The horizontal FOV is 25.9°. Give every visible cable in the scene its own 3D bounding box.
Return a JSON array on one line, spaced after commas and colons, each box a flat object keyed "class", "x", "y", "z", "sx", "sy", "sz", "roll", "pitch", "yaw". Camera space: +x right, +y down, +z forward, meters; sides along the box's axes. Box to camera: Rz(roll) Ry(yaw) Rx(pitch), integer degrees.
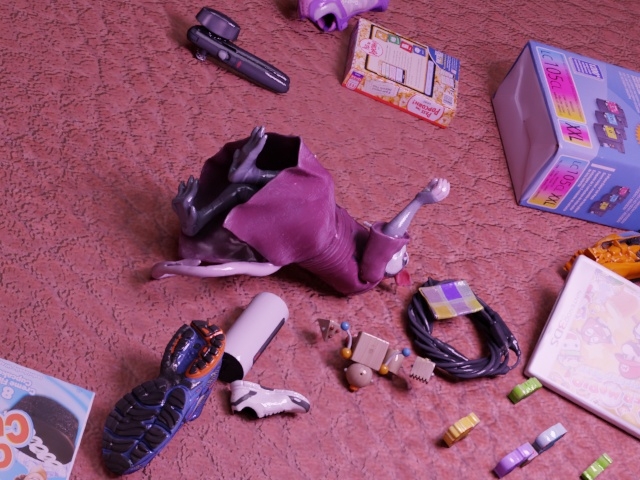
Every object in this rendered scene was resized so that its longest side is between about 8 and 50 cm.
[{"class": "cable", "x": 0.193, "y": 0.127, "z": 1.998, "sx": 0.150, "sy": 0.047, "sz": 0.184, "roll": -13, "pitch": 54, "yaw": -29}]

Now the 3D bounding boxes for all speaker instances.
[{"class": "speaker", "x": -0.094, "y": 0.126, "z": 1.814, "sx": 0.055, "sy": 0.055, "sz": 0.136, "roll": 35, "pitch": 42, "yaw": 3}]

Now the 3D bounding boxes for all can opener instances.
[{"class": "can opener", "x": -0.127, "y": -0.287, "z": 2.183, "sx": 0.186, "sy": 0.073, "sz": 0.059, "roll": 35, "pitch": 33, "yaw": -10}]

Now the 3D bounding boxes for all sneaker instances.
[{"class": "sneaker", "x": -0.066, "y": 0.210, "z": 1.771, "sx": 0.109, "sy": 0.040, "sz": 0.043, "roll": 12, "pitch": 62, "yaw": -16}, {"class": "sneaker", "x": 0.032, "y": -0.404, "z": 2.370, "sx": 0.095, "sy": 0.104, "sz": 0.236, "roll": 8, "pitch": 5, "yaw": 36}, {"class": "sneaker", "x": -0.180, "y": 0.201, "z": 1.676, "sx": 0.083, "sy": 0.087, "sz": 0.221, "roll": 24, "pitch": 55, "yaw": 24}]

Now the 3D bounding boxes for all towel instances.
[{"class": "towel", "x": 0.187, "y": 0.085, "z": 1.995, "sx": 0.083, "sy": 0.009, "sz": 0.060, "roll": -8, "pitch": 50, "yaw": -25}]

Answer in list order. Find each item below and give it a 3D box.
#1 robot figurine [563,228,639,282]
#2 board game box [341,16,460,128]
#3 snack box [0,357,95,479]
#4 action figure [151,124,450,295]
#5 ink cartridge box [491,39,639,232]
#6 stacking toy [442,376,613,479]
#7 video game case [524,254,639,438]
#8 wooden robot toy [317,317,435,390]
[{"class": "robot figurine", "x": 0.537, "y": 0.063, "z": 2.225, "sx": 0.291, "sy": 0.085, "sz": 0.211, "roll": -10, "pitch": 58, "yaw": -37}, {"class": "board game box", "x": 0.138, "y": -0.284, "z": 2.343, "sx": 0.193, "sy": 0.045, "sz": 0.146, "roll": 22, "pitch": 43, "yaw": -11}, {"class": "snack box", "x": -0.429, "y": 0.198, "z": 1.544, "sx": 0.322, "sy": 0.060, "sz": 0.187, "roll": 22, "pitch": 43, "yaw": -12}, {"class": "action figure", "x": 0.000, "y": 0.000, "z": 1.890, "sx": 0.370, "sy": 0.248, "sz": 0.275, "roll": 33, "pitch": 71, "yaw": -36}, {"class": "ink cartridge box", "x": 0.515, "y": -0.161, "z": 2.379, "sx": 0.395, "sy": 0.151, "sz": 0.270, "roll": 13, "pitch": 45, "yaw": -22}, {"class": "stacking toy", "x": 0.289, "y": 0.282, "z": 1.897, "sx": 0.221, "sy": 0.052, "sz": 0.167, "roll": -23, "pitch": 65, "yaw": -43}, {"class": "video game case", "x": 0.439, "y": 0.161, "z": 2.052, "sx": 0.227, "sy": 0.026, "sz": 0.206, "roll": 29, "pitch": 70, "yaw": -4}, {"class": "wooden robot toy", "x": 0.063, "y": 0.169, "z": 1.878, "sx": 0.173, "sy": 0.076, "sz": 0.079, "roll": 24, "pitch": 78, "yaw": -9}]
